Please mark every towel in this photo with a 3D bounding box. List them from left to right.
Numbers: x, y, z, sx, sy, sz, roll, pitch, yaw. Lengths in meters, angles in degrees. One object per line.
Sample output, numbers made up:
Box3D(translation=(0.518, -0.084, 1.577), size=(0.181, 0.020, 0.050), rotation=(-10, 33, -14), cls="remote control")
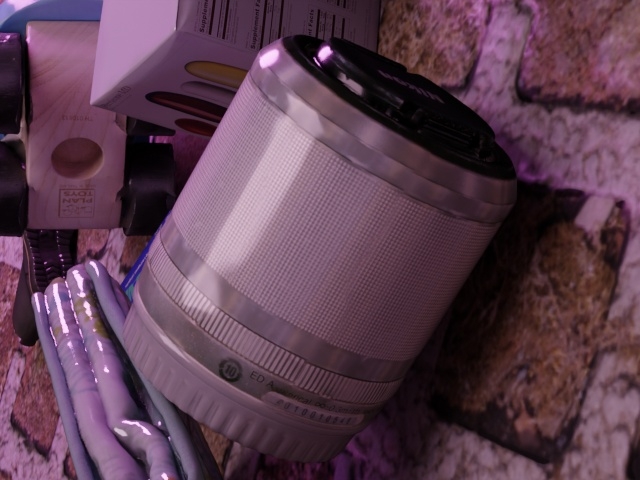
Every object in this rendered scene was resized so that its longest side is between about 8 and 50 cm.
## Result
Box3D(translation=(-0.115, 0.220, 1.254), size=(0.090, 0.320, 0.374), rotation=(-25, 35, -4), cls="towel")

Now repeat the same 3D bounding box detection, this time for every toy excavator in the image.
Box3D(translation=(-0.302, -0.164, 1.835), size=(0.445, 0.222, 0.433), rotation=(-104, 18, -47), cls="toy excavator")

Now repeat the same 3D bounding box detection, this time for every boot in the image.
Box3D(translation=(-0.380, 0.029, 2.051), size=(0.137, 0.077, 0.198), rotation=(129, 146, -47), cls="boot")

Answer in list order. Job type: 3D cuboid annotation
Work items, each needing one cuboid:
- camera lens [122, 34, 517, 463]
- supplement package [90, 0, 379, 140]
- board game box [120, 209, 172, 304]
Box3D(translation=(0.000, 0.000, 1.162), size=(0.274, 0.219, 0.219), rotation=(-59, 30, 15), cls="camera lens")
Box3D(translation=(-0.081, -0.196, 1.455), size=(0.194, 0.203, 0.149), rotation=(-29, 52, 55), cls="supplement package")
Box3D(translation=(-0.164, 0.097, 1.630), size=(0.160, 0.047, 0.210), rotation=(-53, 35, 36), cls="board game box")
